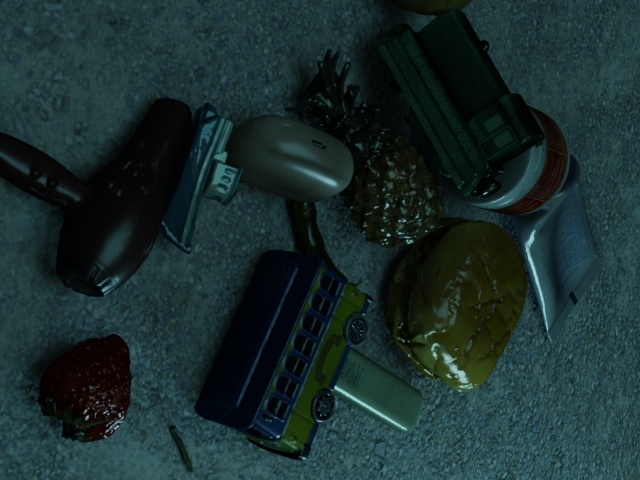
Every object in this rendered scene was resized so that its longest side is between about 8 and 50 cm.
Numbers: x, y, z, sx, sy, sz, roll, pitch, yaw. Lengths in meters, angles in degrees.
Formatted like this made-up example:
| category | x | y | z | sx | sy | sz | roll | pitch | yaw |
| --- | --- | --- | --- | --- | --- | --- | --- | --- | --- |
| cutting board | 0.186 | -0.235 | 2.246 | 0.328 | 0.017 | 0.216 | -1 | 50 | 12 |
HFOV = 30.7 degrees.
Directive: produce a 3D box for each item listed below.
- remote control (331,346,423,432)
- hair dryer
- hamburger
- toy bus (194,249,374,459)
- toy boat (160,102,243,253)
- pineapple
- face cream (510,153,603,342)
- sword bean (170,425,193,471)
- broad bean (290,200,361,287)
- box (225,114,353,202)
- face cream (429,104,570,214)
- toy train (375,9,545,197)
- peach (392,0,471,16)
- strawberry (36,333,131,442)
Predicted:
| category | x | y | z | sx | sy | sz | roll | pitch | yaw |
| --- | --- | --- | --- | --- | --- | --- | --- | --- | --- |
| remote control | 0.081 | 0.250 | 2.022 | 0.309 | 0.038 | 0.090 | 35 | 70 | -41 |
| hair dryer | -0.344 | -0.120 | 1.547 | 0.340 | 0.123 | 0.313 | 34 | 60 | -30 |
| hamburger | 0.256 | 0.108 | 2.094 | 0.318 | 0.158 | 0.319 | -9 | 103 | -44 |
| toy bus | -0.053 | 0.177 | 1.815 | 0.175 | 0.138 | 0.288 | 38 | 69 | -41 |
| toy boat | -0.164 | -0.084 | 1.688 | 0.102 | 0.088 | 0.215 | 20 | 90 | -20 |
| pineapple | 0.070 | -0.149 | 1.883 | 0.169 | 0.169 | 0.340 | -51 | 125 | -27 |
| face cream | 0.477 | -0.015 | 2.334 | 0.235 | 0.137 | 0.420 | -50 | 134 | -29 |
| sword bean | -0.210 | 0.316 | 1.768 | 0.012 | 0.012 | 0.083 | -36 | 118 | -35 |
| broad bean | -0.003 | 0.004 | 1.912 | 0.069 | 0.039 | 0.227 | -44 | 124 | -24 |
| box | -0.046 | -0.123 | 1.775 | 0.200 | 0.146 | 0.088 | 21 | 63 | -32 |
| face cream | 0.321 | -0.151 | 2.073 | 0.187 | 0.201 | 0.201 | 8 | 89 | -57 |
| toy train | 0.233 | -0.234 | 1.930 | 0.330 | 0.178 | 0.138 | 62 | 21 | 10 |
| peach | 0.187 | -0.467 | 1.950 | 0.184 | 0.184 | 0.184 | -6 | 99 | -43 |
| strawberry | -0.306 | 0.201 | 1.586 | 0.148 | 0.131 | 0.131 | -36 | 119 | -26 |
